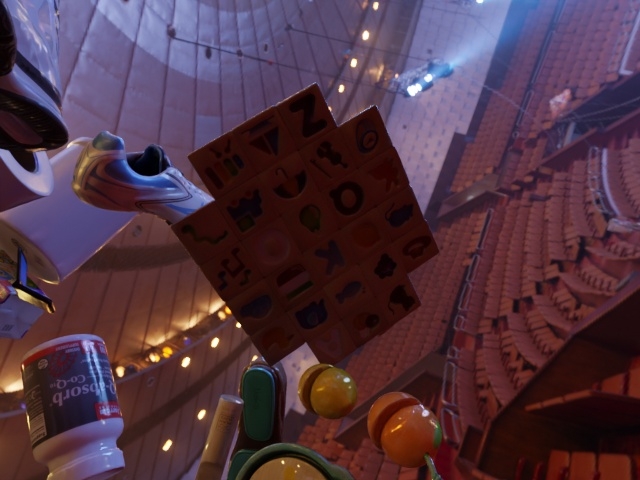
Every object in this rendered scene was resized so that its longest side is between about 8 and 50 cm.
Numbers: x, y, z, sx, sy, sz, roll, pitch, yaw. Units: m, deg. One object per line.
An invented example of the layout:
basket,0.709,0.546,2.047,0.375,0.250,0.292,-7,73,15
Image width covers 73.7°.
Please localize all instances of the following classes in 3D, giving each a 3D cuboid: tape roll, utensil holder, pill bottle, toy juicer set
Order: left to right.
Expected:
tape roll,-0.753,-0.184,0.955,0.169,0.246,0.246,-23,-31,-8
utensil holder,-0.830,-0.099,1.403,0.386,0.327,0.328,-56,-21,-38
pill bottle,-0.651,0.456,1.136,0.210,0.363,0.210,-23,-23,-10
toy juicer set,-0.030,0.234,0.426,0.089,0.328,0.210,31,-126,-64

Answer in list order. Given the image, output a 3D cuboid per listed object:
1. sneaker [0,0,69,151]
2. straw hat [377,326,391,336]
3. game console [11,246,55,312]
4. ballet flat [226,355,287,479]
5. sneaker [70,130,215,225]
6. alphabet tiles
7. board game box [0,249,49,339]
sneaker,-0.464,-0.327,0.552,0.447,0.168,0.258,129,131,-68
straw hat,0.216,0.242,1.385,0.144,0.061,0.144,-37,-21,-17
game console,-0.565,0.083,0.851,0.122,0.107,0.071,-34,27,57
ballet flat,-0.118,0.396,0.866,0.124,0.116,0.343,-9,-78,-76
sneaker,-0.195,-0.067,0.539,0.086,0.085,0.237,-57,-17,5
alphabet tiles,0.000,0.000,0.544,0.285,0.011,0.343,-33,-67,-9
board game box,-0.947,0.138,1.226,0.142,0.275,0.144,-53,-20,-7
